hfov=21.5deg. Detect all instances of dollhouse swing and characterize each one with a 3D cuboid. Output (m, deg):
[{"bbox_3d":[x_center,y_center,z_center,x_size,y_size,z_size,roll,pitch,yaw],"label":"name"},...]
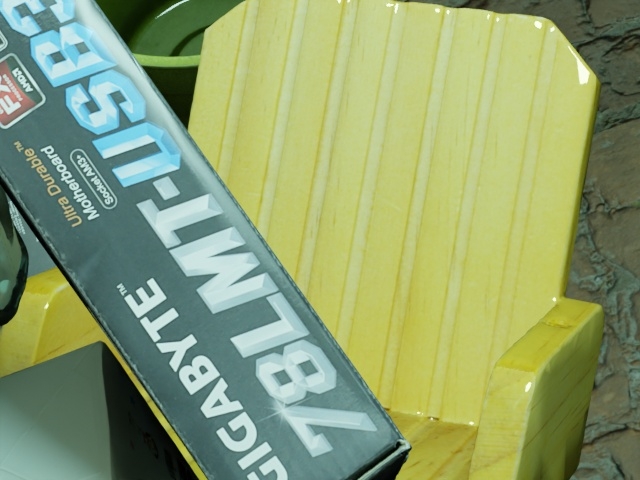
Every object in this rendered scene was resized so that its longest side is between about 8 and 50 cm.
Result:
[{"bbox_3d":[0.000,0.000,1.104,0.315,0.347,0.305,-25,123,-67],"label":"dollhouse swing"}]

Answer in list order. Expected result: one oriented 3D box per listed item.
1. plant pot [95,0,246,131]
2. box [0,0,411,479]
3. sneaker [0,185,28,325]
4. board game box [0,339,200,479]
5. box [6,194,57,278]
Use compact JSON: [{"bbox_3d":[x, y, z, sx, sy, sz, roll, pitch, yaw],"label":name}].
[{"bbox_3d":[-0.110,-0.239,1.621,0.353,0.366,0.366,82,-7,-65],"label":"plant pot"},{"bbox_3d":[-0.075,-0.004,0.704,0.295,0.073,0.293,53,-4,8],"label":"box"},{"bbox_3d":[-0.217,-0.002,0.792,0.447,0.169,0.257,-101,166,-58],"label":"sneaker"},{"bbox_3d":[-0.131,0.201,0.739,0.097,0.224,0.303,-104,171,-45],"label":"board game box"},{"bbox_3d":[-0.234,-0.114,1.283,0.242,0.076,0.307,-9,81,-82],"label":"box"}]
